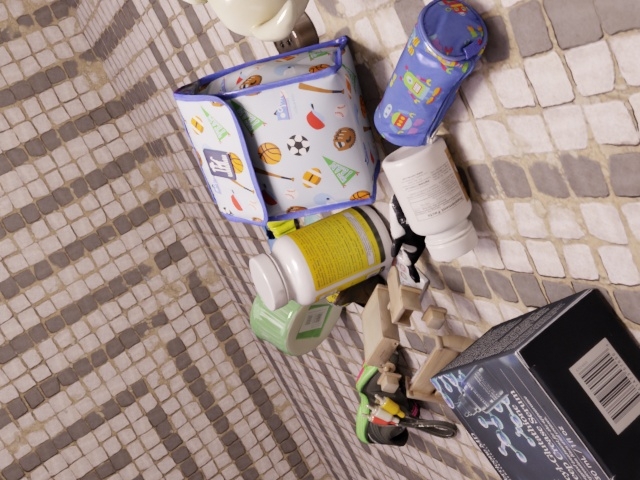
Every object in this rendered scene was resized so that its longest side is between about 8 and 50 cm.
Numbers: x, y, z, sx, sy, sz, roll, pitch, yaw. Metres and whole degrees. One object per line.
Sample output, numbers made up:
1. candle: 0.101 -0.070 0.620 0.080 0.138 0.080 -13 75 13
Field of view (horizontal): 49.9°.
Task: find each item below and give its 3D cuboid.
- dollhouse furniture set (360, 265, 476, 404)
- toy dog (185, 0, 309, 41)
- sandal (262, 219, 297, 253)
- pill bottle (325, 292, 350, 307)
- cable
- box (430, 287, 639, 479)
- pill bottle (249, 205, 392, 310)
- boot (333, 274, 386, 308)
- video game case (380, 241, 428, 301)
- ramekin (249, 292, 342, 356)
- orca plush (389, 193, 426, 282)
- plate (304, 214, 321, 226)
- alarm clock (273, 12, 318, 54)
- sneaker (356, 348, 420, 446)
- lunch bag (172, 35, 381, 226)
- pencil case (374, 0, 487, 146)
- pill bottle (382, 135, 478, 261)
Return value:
1. dollhouse furniture set: 0.292 0.230 1.679 0.174 0.355 0.303 -92 21 -49
2. toy dog: -0.110 -0.582 1.158 0.395 0.284 0.408 -103 24 -44
3. sandal: -0.130 -0.018 2.275 0.138 0.126 0.317 31 139 55
4. pill bottle: 0.066 0.118 2.039 0.103 0.103 0.184 49 158 20
5. cable: 0.259 0.550 2.054 0.287 0.072 0.139 27 128 -2
6. box: 0.440 0.306 1.338 0.293 0.212 0.395 54 159 7
7. pill bottle: -0.001 0.048 1.740 0.188 0.333 0.188 53 156 36
8. boot: 0.125 0.148 1.852 0.106 0.219 0.082 41 124 15
9. video game case: 0.216 0.095 1.797 0.143 0.019 0.157 48 157 23
10. ramekin: -0.067 0.226 2.230 0.148 0.303 0.303 33 149 33
11. orca plush: 0.223 -0.004 1.537 0.102 0.151 0.287 9 136 20
12. plate: 0.000 0.000 2.130 0.188 0.024 0.188 45 156 26
13. alarm clock: -0.072 -0.482 1.566 0.129 0.064 0.192 15 130 60
14. sneaker: 0.224 0.486 2.182 0.202 0.185 0.483 13 137 17
15. lunch bag: -0.095 -0.218 1.494 0.239 0.385 0.328 -74 -29 -56
16. pencil case: 0.187 -0.275 1.203 0.133 0.119 0.306 48 157 12
17. pill bottle: 0.226 -0.081 1.373 0.131 0.131 0.229 7 127 63
